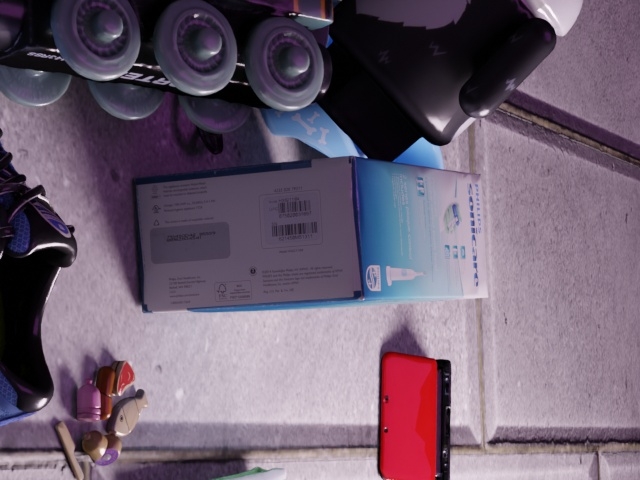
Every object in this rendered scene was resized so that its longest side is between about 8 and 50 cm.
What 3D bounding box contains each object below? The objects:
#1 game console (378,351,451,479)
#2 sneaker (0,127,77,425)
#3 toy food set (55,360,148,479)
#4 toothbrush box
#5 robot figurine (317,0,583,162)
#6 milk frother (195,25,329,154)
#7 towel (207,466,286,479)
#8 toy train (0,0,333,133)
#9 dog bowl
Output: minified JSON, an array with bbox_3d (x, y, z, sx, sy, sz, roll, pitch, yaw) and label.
[{"bbox_3d":[0.101,0.204,2.172,0.124,0.085,0.144,111,-18,-76],"label":"game console"},{"bbox_3d":[-0.235,-0.028,1.364,0.130,0.147,0.330,-7,91,-64],"label":"sneaker"},{"bbox_3d":[-0.174,0.139,1.605,0.122,0.019,0.078,-56,135,-52],"label":"toy food set"},{"bbox_3d":[0.000,0.000,1.767,0.295,0.216,0.126,5,82,-63],"label":"toothbrush box"},{"bbox_3d":[0.116,-0.204,1.835,0.209,0.278,0.173,48,3,10],"label":"robot figurine"},{"bbox_3d":[-0.064,-0.160,1.755,0.143,0.135,0.129,61,35,-40],"label":"milk frother"},{"bbox_3d":[-0.081,0.373,1.738,0.248,0.038,0.324,-1,86,-65],"label":"towel"},{"bbox_3d":[-0.129,-0.197,1.543,0.334,0.142,0.190,6,78,-38],"label":"toy train"},{"bbox_3d":[0.038,-0.116,1.988,0.166,0.074,0.297,-57,130,-40],"label":"dog bowl"}]
